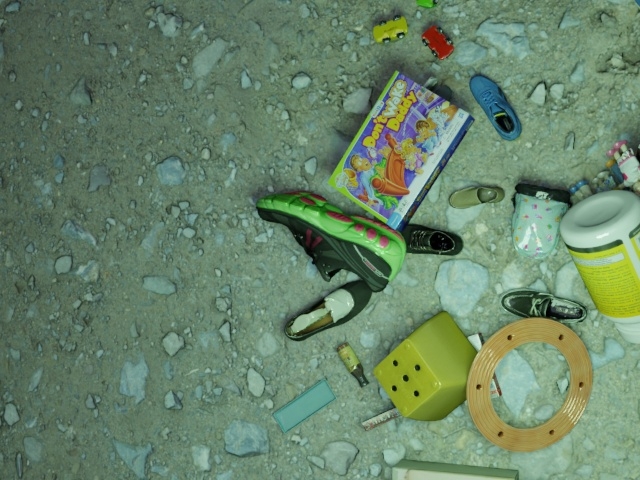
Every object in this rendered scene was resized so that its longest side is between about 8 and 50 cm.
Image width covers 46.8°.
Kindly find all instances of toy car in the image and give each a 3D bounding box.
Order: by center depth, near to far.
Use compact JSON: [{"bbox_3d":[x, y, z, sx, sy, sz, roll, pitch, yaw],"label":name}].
[{"bbox_3d":[0.284,-0.621,2.030,0.238,0.053,0.225,21,93,20],"label":"toy car"}]

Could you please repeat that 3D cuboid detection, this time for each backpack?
[{"bbox_3d":[0.541,-0.045,1.856,0.151,0.115,0.182,13,94,18],"label":"backpack"}]

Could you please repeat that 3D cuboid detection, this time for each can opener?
[{"bbox_3d":[0.235,-0.328,2.014,0.280,0.074,0.093,-46,72,12],"label":"can opener"}]

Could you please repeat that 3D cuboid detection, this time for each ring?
[{"bbox_3d":[0.506,0.349,1.797,0.336,0.032,0.337,-2,99,-14],"label":"ring"}]

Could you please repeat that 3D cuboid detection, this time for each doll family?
[{"bbox_3d":[0.727,-0.115,1.761,0.118,0.263,0.163,-10,64,-21],"label":"doll family"}]

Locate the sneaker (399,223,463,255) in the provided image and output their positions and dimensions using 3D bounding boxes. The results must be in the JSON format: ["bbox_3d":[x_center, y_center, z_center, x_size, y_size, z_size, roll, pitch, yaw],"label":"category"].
[{"bbox_3d":[0.261,-0.006,1.955,0.221,0.118,0.083,4,87,21],"label":"sneaker"}]

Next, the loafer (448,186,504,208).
[{"bbox_3d":[0.408,-0.117,1.945,0.147,0.050,0.056,-11,82,19],"label":"loafer"}]

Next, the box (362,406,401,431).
[{"bbox_3d":[0.186,0.462,1.961,0.137,0.094,0.027,-28,77,16],"label":"box"}]

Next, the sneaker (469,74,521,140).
[{"bbox_3d":[0.456,-0.354,1.931,0.069,0.082,0.209,-34,74,17],"label":"sneaker"}]

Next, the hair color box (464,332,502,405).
[{"bbox_3d":[0.396,0.333,1.914,0.093,0.053,0.167,-21,78,19],"label":"hair color box"}]

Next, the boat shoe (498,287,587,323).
[{"bbox_3d":[0.557,0.164,1.857,0.219,0.070,0.078,6,88,21],"label":"boat shoe"}]

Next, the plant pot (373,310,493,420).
[{"bbox_3d":[0.262,0.328,1.853,0.212,0.187,0.212,-48,64,29],"label":"plant pot"}]

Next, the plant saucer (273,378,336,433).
[{"bbox_3d":[-0.043,0.468,2.087,0.192,0.018,0.067,-37,74,15],"label":"plant saucer"}]

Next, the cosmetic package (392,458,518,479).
[{"bbox_3d":[0.343,0.657,1.878,0.309,0.113,0.160,-2,85,19],"label":"cosmetic package"}]

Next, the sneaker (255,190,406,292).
[{"bbox_3d":[0.000,0.000,2.016,0.482,0.185,0.202,27,113,32],"label":"sneaker"}]

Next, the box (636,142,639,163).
[{"bbox_3d":[0.843,-0.246,1.710,0.167,0.203,0.169,22,93,20],"label":"box"}]

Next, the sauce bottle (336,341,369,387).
[{"bbox_3d":[0.092,0.343,2.033,0.042,0.042,0.128,-37,73,14],"label":"sauce bottle"}]

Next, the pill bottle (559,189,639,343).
[{"bbox_3d":[0.694,0.067,1.689,0.187,0.188,0.334,-25,112,17],"label":"pill bottle"}]

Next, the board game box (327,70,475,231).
[{"bbox_3d":[0.208,-0.232,1.940,0.233,0.078,0.347,35,101,20],"label":"board game box"}]

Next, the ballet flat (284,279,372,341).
[{"bbox_3d":[0.017,0.202,2.043,0.280,0.096,0.095,-34,75,15],"label":"ballet flat"}]

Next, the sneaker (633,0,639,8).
[{"bbox_3d":[0.858,-0.571,1.761,0.129,0.147,0.330,-39,73,14],"label":"sneaker"}]
